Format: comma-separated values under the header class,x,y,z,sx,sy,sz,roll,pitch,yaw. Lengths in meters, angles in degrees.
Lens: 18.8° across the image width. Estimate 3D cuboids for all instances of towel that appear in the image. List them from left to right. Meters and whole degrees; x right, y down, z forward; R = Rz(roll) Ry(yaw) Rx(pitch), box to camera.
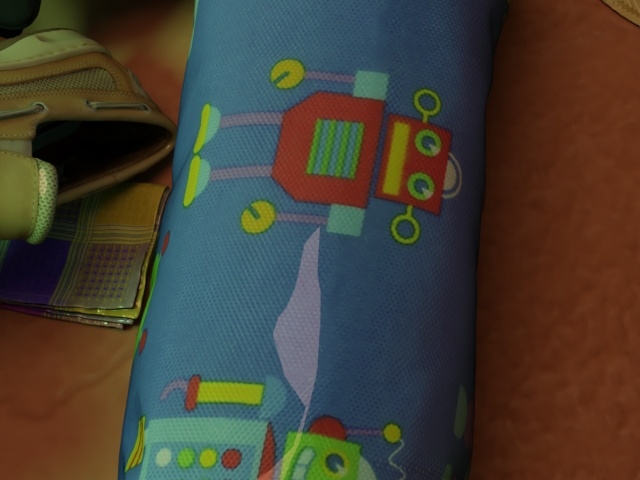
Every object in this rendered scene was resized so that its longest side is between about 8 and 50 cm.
class,x,y,z,sx,sy,sz,roll,pitch,yaw
towel,-0.098,0.000,0.728,0.083,0.009,0.060,8,65,18

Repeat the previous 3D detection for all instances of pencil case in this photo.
class,x,y,z,sx,sy,sz,roll,pitch,yaw
pencil case,0.000,0.000,0.641,0.119,0.133,0.306,11,65,-6

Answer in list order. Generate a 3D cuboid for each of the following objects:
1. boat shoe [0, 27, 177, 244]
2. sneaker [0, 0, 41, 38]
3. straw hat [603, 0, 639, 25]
class,x,y,z,sx,sy,sz,roll,pitch,yaw
boat shoe,-0.121,-0.026,0.670,0.072,0.068,0.190,33,39,22
sneaker,-0.055,-0.147,0.768,0.235,0.084,0.097,-27,98,-16
straw hat,0.159,-0.146,0.714,0.144,0.061,0.144,-6,61,11
